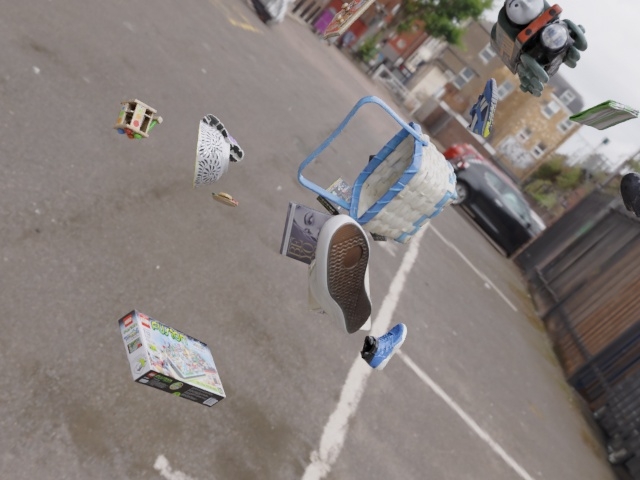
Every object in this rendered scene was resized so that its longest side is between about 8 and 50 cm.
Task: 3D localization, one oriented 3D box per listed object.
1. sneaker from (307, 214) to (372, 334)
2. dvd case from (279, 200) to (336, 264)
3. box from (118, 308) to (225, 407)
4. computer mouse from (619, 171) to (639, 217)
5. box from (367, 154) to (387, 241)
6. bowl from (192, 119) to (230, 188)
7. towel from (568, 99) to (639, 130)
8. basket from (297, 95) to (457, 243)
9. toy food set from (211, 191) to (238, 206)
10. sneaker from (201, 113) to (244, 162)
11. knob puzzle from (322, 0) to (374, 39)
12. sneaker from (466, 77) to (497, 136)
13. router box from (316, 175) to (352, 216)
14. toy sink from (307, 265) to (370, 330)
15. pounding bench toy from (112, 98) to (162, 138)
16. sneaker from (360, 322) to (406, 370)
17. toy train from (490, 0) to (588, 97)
[{"bbox_3d":[0.013,0.049,1.136,0.123,0.106,0.290,39,-27,32],"label":"sneaker"},{"bbox_3d":[0.000,0.000,1.812,0.221,0.165,0.018,20,26,15],"label":"dvd case"},{"bbox_3d":[-0.240,0.198,1.074,0.207,0.036,0.114,43,16,-55],"label":"box"},{"bbox_3d":[0.781,-0.050,1.543,0.242,0.071,0.041,61,15,2],"label":"computer mouse"},{"bbox_3d":[0.161,-0.115,1.829,0.191,0.045,0.184,55,39,-63],"label":"box"},{"bbox_3d":[-0.265,-0.205,1.599,0.080,0.170,0.170,5,25,-11],"label":"bowl"},{"bbox_3d":[0.699,-0.304,1.611,0.152,0.113,0.023,2,73,-39],"label":"towel"},{"bbox_3d":[0.127,-0.143,1.409,0.288,0.254,0.201,32,36,-24],"label":"basket"},{"bbox_3d":[-0.278,-0.120,1.895,0.082,0.020,0.083,14,-10,38],"label":"toy food set"},{"bbox_3d":[-0.300,-0.308,1.987,0.170,0.068,0.071,53,7,-23],"label":"sneaker"},{"bbox_3d":[0.070,-0.610,1.741,0.030,0.213,0.213,45,13,-23],"label":"knob puzzle"},{"bbox_3d":[0.401,-0.332,1.624,0.059,0.144,0.053,14,3,31],"label":"sneaker"},{"bbox_3d":[0.058,-0.145,2.179,0.092,0.038,0.122,46,53,1],"label":"router box"},{"bbox_3d":[0.054,0.163,2.002,0.152,0.131,0.234,15,66,-43],"label":"toy sink"},{"bbox_3d":[-0.353,-0.227,1.282,0.052,0.065,0.083,5,-14,40],"label":"pounding bench toy"},{"bbox_3d":[0.170,0.278,1.809,0.084,0.152,0.058,41,-10,-22],"label":"sneaker"},{"bbox_3d":[0.447,-0.421,1.386,0.190,0.142,0.334,51,13,7],"label":"toy train"}]
